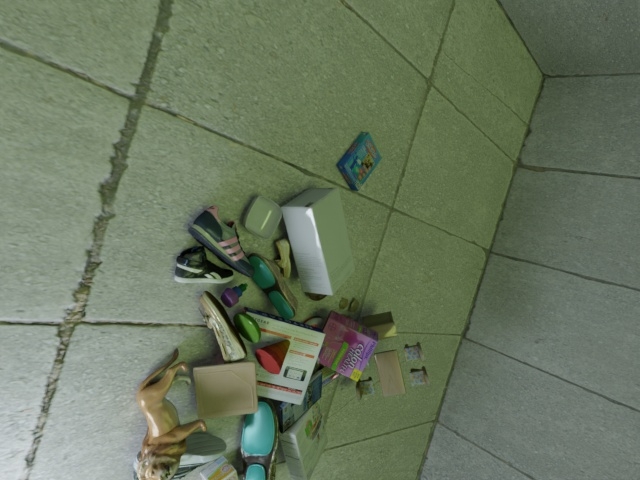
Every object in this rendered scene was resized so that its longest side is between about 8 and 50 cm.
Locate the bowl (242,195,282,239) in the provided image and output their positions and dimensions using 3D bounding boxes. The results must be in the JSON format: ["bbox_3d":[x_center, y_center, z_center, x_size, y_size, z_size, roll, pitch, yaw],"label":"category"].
[{"bbox_3d":[-0.221,-0.088,1.554,0.142,0.053,0.142,33,81,-46],"label":"bowl"}]

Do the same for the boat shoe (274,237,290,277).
[{"bbox_3d":[-0.155,0.073,1.676,0.059,0.063,0.170,-9,112,-18],"label":"boat shoe"}]

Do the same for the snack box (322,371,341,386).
[{"bbox_3d":[0.028,0.675,1.995,0.178,0.022,0.064,-38,159,15],"label":"snack box"}]

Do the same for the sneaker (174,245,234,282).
[{"bbox_3d":[-0.383,0.079,1.429,0.216,0.079,0.121,2,102,-44],"label":"sneaker"}]

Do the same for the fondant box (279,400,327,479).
[{"bbox_3d":[-0.074,0.911,1.948,0.238,0.096,0.331,-48,136,-52],"label":"fondant box"}]

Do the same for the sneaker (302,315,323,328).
[{"bbox_3d":[-0.052,0.425,1.825,0.270,0.144,0.090,-18,115,-40],"label":"sneaker"}]

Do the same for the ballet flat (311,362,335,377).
[{"bbox_3d":[-0.034,0.594,1.931,0.348,0.123,0.123,-17,115,-40],"label":"ballet flat"}]

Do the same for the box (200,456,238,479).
[{"bbox_3d":[-0.398,1.007,1.703,0.114,0.103,0.203,-25,120,-37],"label":"box"}]

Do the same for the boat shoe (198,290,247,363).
[{"bbox_3d":[-0.360,0.313,1.485,0.089,0.104,0.285,-28,102,-5],"label":"boat shoe"}]

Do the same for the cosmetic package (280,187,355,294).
[{"bbox_3d":[0.000,0.000,1.681,0.217,0.156,0.385,-39,123,-49],"label":"cosmetic package"}]

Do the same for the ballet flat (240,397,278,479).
[{"bbox_3d":[-0.248,0.906,1.760,0.182,0.163,0.484,50,40,-74],"label":"ballet flat"}]

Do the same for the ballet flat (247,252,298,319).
[{"bbox_3d":[-0.183,0.165,1.638,0.316,0.107,0.106,64,27,-20],"label":"ballet flat"}]

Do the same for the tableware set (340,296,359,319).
[{"bbox_3d":[0.129,0.359,2.074,0.141,0.020,0.169,26,83,-48],"label":"tableware set"}]

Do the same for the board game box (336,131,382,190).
[{"bbox_3d":[0.176,-0.352,1.866,0.210,0.047,0.160,-53,133,-18],"label":"board game box"}]

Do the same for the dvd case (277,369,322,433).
[{"bbox_3d":[-0.083,0.695,1.805,0.253,0.022,0.181,-32,137,-39],"label":"dvd case"}]

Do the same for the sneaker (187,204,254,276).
[{"bbox_3d":[-0.310,0.010,1.460,0.131,0.112,0.319,-59,139,-21],"label":"sneaker"}]

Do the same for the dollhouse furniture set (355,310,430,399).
[{"bbox_3d":[0.322,0.579,2.057,0.256,0.361,0.395,-16,93,-82],"label":"dollhouse furniture set"}]

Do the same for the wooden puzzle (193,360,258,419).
[{"bbox_3d":[-0.344,0.546,1.536,0.220,0.044,0.239,-3,110,-10],"label":"wooden puzzle"}]

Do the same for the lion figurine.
[{"bbox_3d":[-0.529,0.588,1.403,0.240,0.142,0.393,-17,84,-24],"label":"lion figurine"}]

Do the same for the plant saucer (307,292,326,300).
[{"bbox_3d":[-0.007,0.187,1.876,0.168,0.029,0.169,-16,115,-40],"label":"plant saucer"}]

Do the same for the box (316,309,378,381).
[{"bbox_3d":[0.107,0.473,1.892,0.117,0.242,0.214,-53,169,-79],"label":"box"}]

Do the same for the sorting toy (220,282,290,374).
[{"bbox_3d":[-0.220,0.309,1.538,0.126,0.127,0.366,-38,101,-40],"label":"sorting toy"}]

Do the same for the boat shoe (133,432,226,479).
[{"bbox_3d":[-0.513,0.802,1.530,0.335,0.121,0.119,7,106,-35],"label":"boat shoe"}]

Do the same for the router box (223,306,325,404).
[{"bbox_3d":[-0.185,0.454,1.638,0.335,0.082,0.301,20,89,-17],"label":"router box"}]
